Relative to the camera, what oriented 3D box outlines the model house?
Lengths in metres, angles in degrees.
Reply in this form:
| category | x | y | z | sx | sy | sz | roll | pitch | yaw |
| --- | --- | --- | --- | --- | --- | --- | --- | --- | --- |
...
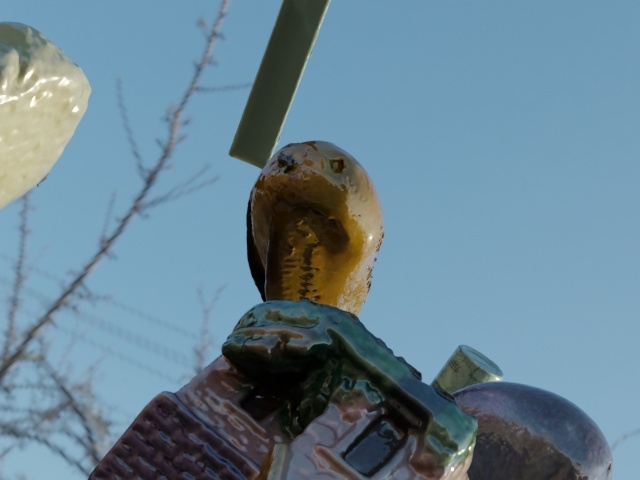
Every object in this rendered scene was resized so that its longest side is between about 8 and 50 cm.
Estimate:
| category | x | y | z | sx | sy | sz | roll | pitch | yaw |
| --- | --- | --- | --- | --- | --- | --- | --- | --- | --- |
| model house | -0.042 | 0.199 | 1.074 | 0.237 | 0.237 | 0.202 | 39 | -44 | 12 |

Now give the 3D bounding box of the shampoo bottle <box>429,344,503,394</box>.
| category | x | y | z | sx | sy | sz | roll | pitch | yaw |
| --- | --- | --- | --- | --- | --- | --- | --- | --- | --- |
| shampoo bottle | 0.113 | 0.207 | 1.461 | 0.065 | 0.065 | 0.204 | 38 | -78 | 13 |

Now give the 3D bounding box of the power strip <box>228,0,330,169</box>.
| category | x | y | z | sx | sy | sz | roll | pitch | yaw |
| --- | --- | --- | --- | --- | --- | --- | --- | --- | --- |
| power strip | -0.027 | -0.269 | 1.665 | 0.062 | 0.091 | 0.385 | 19 | -62 | -4 |

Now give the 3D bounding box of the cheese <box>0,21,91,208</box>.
| category | x | y | z | sx | sy | sz | roll | pitch | yaw |
| --- | --- | --- | --- | --- | --- | --- | --- | --- | --- |
| cheese | -0.461 | -0.145 | 1.834 | 0.115 | 0.318 | 0.326 | 46 | -53 | 16 |

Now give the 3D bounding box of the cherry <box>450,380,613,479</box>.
| category | x | y | z | sx | sy | sz | roll | pitch | yaw |
| --- | --- | --- | --- | --- | --- | --- | --- | --- | --- |
| cherry | 0.172 | 0.209 | 1.208 | 0.176 | 0.140 | 0.176 | 0 | -90 | 47 |

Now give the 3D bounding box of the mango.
| category | x | y | z | sx | sy | sz | roll | pitch | yaw |
| --- | --- | --- | --- | --- | --- | --- | --- | --- | --- |
| mango | 0.000 | 0.000 | 1.516 | 0.156 | 0.151 | 0.249 | 17 | -50 | 28 |
